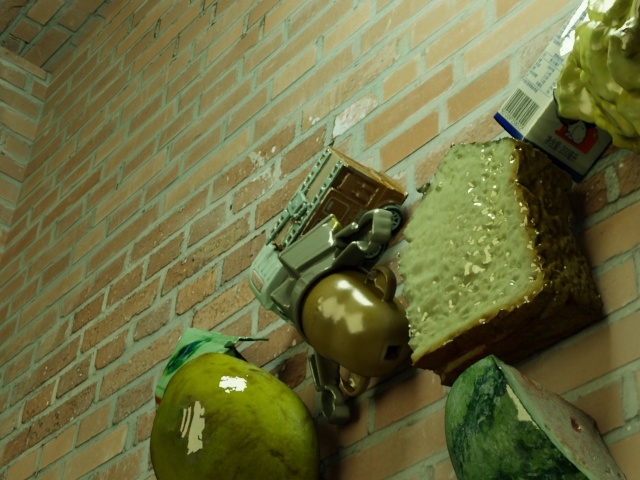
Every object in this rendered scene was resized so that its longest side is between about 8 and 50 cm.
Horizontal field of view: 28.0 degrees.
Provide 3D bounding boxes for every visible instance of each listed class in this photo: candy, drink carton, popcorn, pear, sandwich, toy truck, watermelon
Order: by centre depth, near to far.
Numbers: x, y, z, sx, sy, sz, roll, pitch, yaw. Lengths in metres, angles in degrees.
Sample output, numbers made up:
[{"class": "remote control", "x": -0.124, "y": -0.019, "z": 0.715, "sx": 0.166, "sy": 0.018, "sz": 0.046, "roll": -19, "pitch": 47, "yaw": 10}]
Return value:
[{"class": "watermelon", "x": 0.248, "y": 0.268, "z": 1.579, "sx": 0.260, "sy": 0.176, "sz": 0.256, "roll": -34, "pitch": 77, "yaw": 38}, {"class": "popcorn", "x": 0.442, "y": -0.241, "z": 1.593, "sx": 0.293, "sy": 0.237, "sz": 0.293, "roll": -5, "pitch": 74, "yaw": 18}, {"class": "sandwich", "x": 0.238, "y": 0.014, "z": 1.795, "sx": 0.262, "sy": 0.131, "sz": 0.325, "roll": -37, "pitch": 46, "yaw": 38}, {"class": "drink carton", "x": 0.397, "y": -0.252, "z": 1.808, "sx": 0.315, "sy": 0.130, "sz": 0.106, "roll": -54, "pitch": 30, "yaw": 13}, {"class": "pear", "x": -0.134, "y": 0.330, "z": 2.004, "sx": 0.269, "sy": 0.269, "sz": 0.321, "roll": -39, "pitch": 60, "yaw": 35}, {"class": "toy truck", "x": 0.000, "y": 0.000, "z": 2.185, "sx": 0.305, "sy": 0.162, "sz": 0.136, "roll": -56, "pitch": 29, "yaw": 9}, {"class": "candy", "x": -0.212, "y": 0.348, "z": 2.262, "sx": 0.263, "sy": 0.172, "sz": 0.398, "roll": -170, "pitch": 87, "yaw": -70}]

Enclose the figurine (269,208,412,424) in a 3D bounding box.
[{"class": "figurine", "x": 0.041, "y": 0.111, "z": 2.001, "sx": 0.285, "sy": 0.167, "sz": 0.343, "roll": 39, "pitch": 143, "yaw": 58}]
